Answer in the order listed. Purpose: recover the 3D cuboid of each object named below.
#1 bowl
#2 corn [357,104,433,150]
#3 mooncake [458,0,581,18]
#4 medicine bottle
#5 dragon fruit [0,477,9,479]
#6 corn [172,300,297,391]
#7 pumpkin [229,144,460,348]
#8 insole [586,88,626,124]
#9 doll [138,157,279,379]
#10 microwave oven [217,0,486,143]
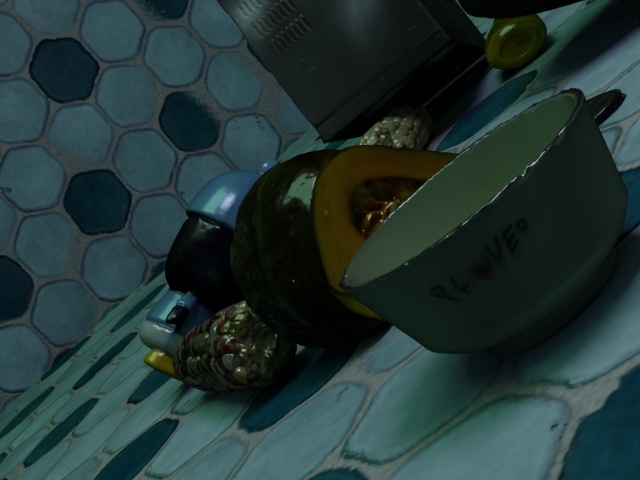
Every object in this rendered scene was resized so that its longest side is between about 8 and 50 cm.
[{"bbox_3d":[0.127,0.003,0.818,0.211,0.112,0.211,-40,10,9],"label":"bowl"},{"bbox_3d":[0.106,-0.144,1.666,0.087,0.087,0.211,-36,12,28],"label":"corn"},{"bbox_3d":[0.308,-0.415,1.420,0.356,0.194,0.356,-18,-5,-2],"label":"mooncake"},{"bbox_3d":[0.285,-0.309,1.763,0.095,0.064,0.260,-37,11,15],"label":"medicine bottle"},{"bbox_3d":[-0.422,0.346,1.414,0.189,0.163,0.262,-14,-8,-34],"label":"dragon fruit"},{"bbox_3d":[-0.099,0.124,1.281,0.092,0.092,0.280,-45,5,-21],"label":"corn"},{"bbox_3d":[0.057,0.011,1.161,0.281,0.190,0.139,4,-19,-31],"label":"pumpkin"},{"bbox_3d":[0.215,-0.102,1.261,0.110,0.012,0.309,-46,11,-21],"label":"insole"},{"bbox_3d":[-0.129,0.033,1.530,0.177,0.141,0.314,77,-143,-79],"label":"doll"},{"bbox_3d":[0.054,-0.357,1.838,0.236,0.374,0.432,-37,-4,17],"label":"microwave oven"}]
